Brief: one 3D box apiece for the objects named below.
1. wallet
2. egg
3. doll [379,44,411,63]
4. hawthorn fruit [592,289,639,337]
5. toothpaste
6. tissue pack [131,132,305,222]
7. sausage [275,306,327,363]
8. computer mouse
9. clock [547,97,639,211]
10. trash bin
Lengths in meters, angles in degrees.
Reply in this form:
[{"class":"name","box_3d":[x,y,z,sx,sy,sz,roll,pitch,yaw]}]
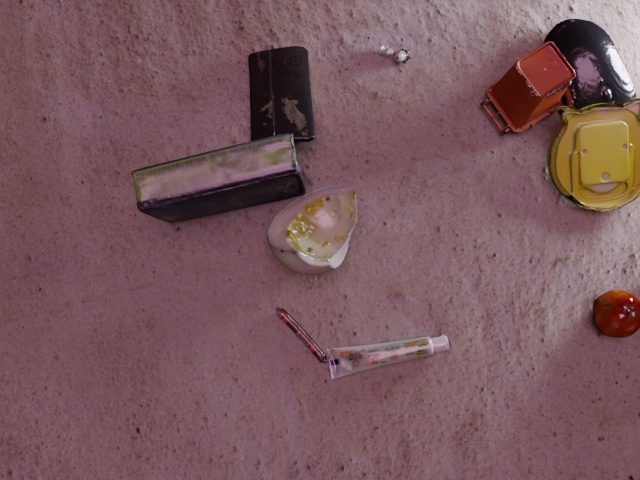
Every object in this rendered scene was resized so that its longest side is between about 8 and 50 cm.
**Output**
[{"class":"wallet","box_3d":[-0.109,-0.392,1.756,0.170,0.044,0.321,-6,61,2]},{"class":"egg","box_3d":[-0.011,-0.005,1.691,0.206,0.162,0.271,6,45,40]},{"class":"doll","box_3d":[0.207,-0.517,1.812,0.085,0.058,0.040,31,124,34]},{"class":"hawthorn fruit","box_3d":[0.762,0.190,1.651,0.125,0.140,0.125,-4,98,-27]},{"class":"toothpaste","box_3d":[0.176,0.295,1.695,0.314,0.058,0.056,-11,125,5]},{"class":"tissue pack","box_3d":[-0.244,-0.151,1.656,0.394,0.288,0.124,-13,84,0]},{"class":"sausage","box_3d":[-0.050,0.249,1.723,0.198,0.025,0.028,46,101,8]},{"class":"computer mouse","box_3d":[0.715,-0.448,1.744,0.183,0.116,0.323,-24,82,4]},{"class":"clock","box_3d":[0.737,-0.224,1.710,0.277,0.071,0.293,0,102,5]},{"class":"trash bin","box_3d":[0.533,-0.389,1.678,0.184,0.239,0.161,-33,82,-1]}]
